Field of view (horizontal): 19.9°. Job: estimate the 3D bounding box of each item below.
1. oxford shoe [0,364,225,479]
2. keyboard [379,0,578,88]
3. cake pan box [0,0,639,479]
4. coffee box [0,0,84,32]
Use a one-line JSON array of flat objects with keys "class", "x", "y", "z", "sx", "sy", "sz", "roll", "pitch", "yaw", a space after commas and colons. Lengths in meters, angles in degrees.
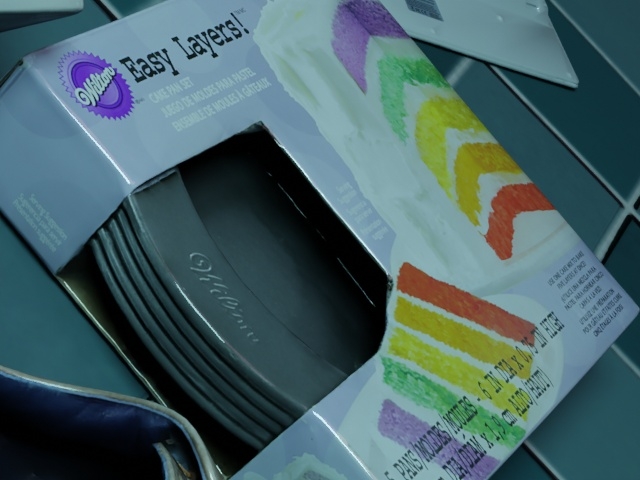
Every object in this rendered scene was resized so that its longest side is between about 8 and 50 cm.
[{"class": "oxford shoe", "x": -0.051, "y": 0.135, "z": 0.538, "sx": 0.363, "sy": 0.133, "sz": 0.130, "roll": 34, "pitch": 36, "yaw": -20}, {"class": "keyboard", "x": 0.054, "y": -0.141, "z": 1.043, "sx": 0.256, "sy": 0.014, "sz": 0.072, "roll": 12, "pitch": 53, "yaw": -41}, {"class": "cake pan box", "x": 0.000, "y": 0.000, "z": 0.792, "sx": 0.246, "sy": 0.070, "sz": 0.267, "roll": 49, "pitch": 34, "yaw": 6}, {"class": "coffee box", "x": -0.198, "y": -0.213, "z": 0.624, "sx": 0.168, "sy": 0.119, "sz": 0.297, "roll": -11, "pitch": 93, "yaw": -56}]
